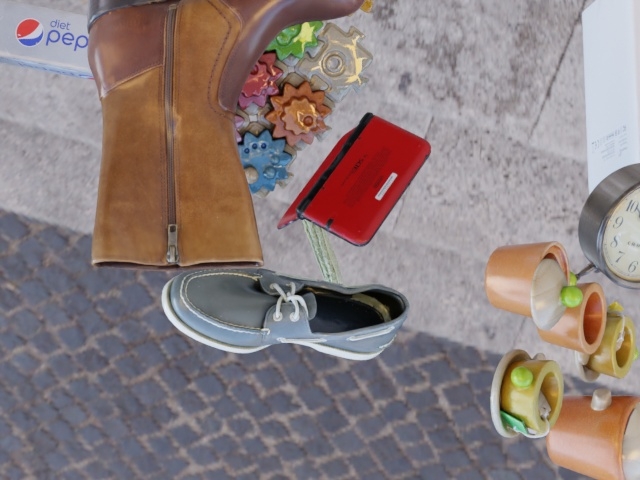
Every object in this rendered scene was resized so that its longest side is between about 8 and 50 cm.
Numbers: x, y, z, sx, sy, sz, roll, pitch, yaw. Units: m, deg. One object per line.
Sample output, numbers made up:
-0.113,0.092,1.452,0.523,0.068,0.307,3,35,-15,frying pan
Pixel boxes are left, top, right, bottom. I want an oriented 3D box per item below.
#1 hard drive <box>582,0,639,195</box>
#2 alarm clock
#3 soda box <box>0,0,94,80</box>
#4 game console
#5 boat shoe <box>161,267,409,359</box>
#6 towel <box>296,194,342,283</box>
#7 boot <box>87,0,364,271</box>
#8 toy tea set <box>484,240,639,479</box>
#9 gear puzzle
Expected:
0.454,-0.219,1.645,0.040,0.210,0.319,0,85,-5,hard drive
0.346,-0.034,1.143,0.129,0.064,0.192,15,111,-24,alarm clock
-0.419,-0.325,1.796,0.286,0.091,0.098,10,89,2,soda box
0.035,-0.057,1.168,0.124,0.144,0.085,28,159,19,game console
-0.035,0.077,1.339,0.319,0.116,0.099,12,147,-27,boat shoe
0.000,0.000,1.602,0.027,0.110,0.148,-21,91,3,towel
-0.075,-0.115,0.952,0.264,0.280,0.096,-4,162,-8,boot
0.269,0.124,1.064,0.124,0.200,0.336,4,162,36,toy tea set
-0.025,-0.215,1.355,0.175,0.044,0.339,36,98,-23,gear puzzle
